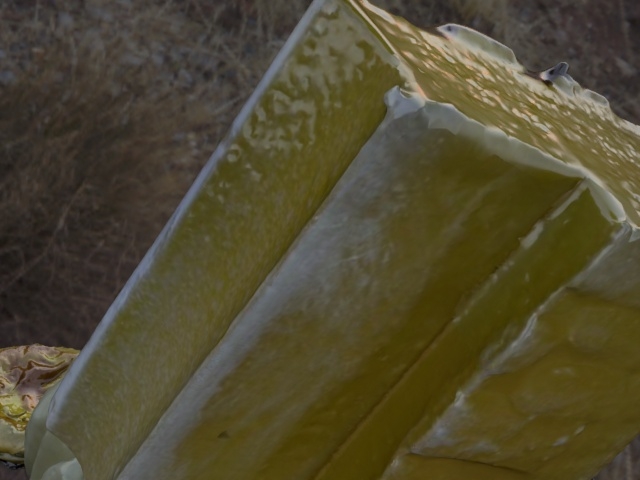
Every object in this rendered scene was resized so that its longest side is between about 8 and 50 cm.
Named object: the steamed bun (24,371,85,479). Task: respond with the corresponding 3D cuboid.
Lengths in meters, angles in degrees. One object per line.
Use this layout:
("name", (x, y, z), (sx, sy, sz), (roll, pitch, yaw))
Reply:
("steamed bun", (-0.172, 0.301, 1.068), (0.352, 0.339, 0.247), (32, 80, 11))

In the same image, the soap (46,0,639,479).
("soap", (0.041, 0.047, 0.498), (0.259, 0.281, 0.143), (18, 34, -30))

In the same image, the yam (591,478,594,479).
("yam", (0.200, 0.320, 1.263), (0.280, 0.131, 0.131), (-22, 56, 12))

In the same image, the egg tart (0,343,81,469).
("egg tart", (-0.382, 0.224, 1.348), (0.241, 0.105, 0.241), (7, 26, -3))
